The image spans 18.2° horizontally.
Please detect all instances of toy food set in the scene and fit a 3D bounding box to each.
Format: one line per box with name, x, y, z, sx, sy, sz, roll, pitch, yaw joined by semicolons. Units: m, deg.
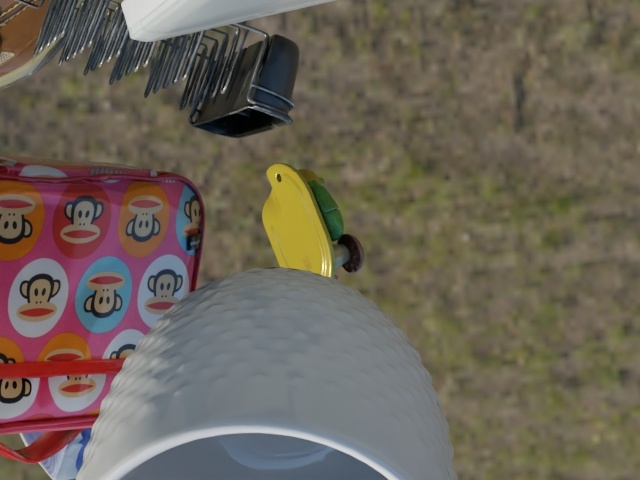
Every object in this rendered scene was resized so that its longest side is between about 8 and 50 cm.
toy food set;0.000;0.000;2.531;0.071;0.217;0.128;-15;170;-33

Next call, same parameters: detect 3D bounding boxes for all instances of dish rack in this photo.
dish rack;-0.157;-0.163;1.579;0.272;0.074;0.208;20;173;-15

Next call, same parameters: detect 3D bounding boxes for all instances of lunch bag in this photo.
lunch bag;-0.236;0.060;1.660;0.120;0.258;0.293;14;-170;41

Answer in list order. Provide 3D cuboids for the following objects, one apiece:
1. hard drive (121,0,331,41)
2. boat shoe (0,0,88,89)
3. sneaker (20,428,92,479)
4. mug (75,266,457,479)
hard drive;0.010;-0.201;1.310;0.203;0.040;0.307;-16;179;-24
boat shoe;-0.327;-0.187;1.751;0.324;0.122;0.120;-37;150;27
sneaker;-0.280;0.099;2.275;0.182;0.315;0.127;-13;154;-29
mug;-0.064;0.204;1.504;0.276;0.328;0.374;32;113;-13
